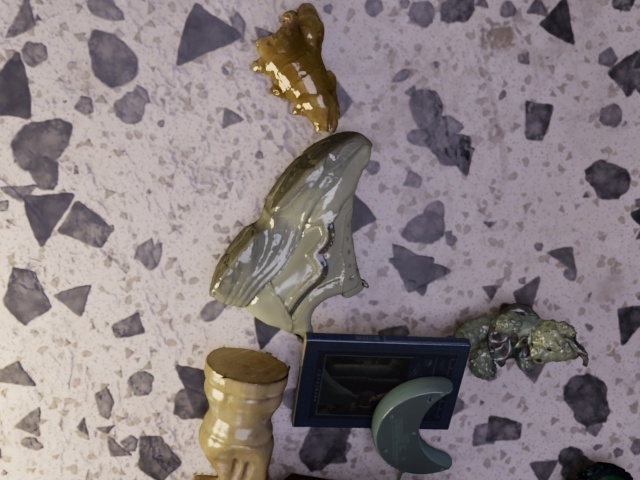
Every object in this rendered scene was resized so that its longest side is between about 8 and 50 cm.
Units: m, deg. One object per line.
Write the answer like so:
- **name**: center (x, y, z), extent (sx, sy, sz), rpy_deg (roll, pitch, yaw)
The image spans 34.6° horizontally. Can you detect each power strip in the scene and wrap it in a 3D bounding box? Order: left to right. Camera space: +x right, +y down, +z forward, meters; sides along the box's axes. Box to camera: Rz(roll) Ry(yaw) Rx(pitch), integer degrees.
- **power strip**: center (0.152, 0.318, 1.690), extent (0.137, 0.044, 0.216), rpy_deg (-5, 123, -4)

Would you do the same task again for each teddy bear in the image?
- **teddy bear**: center (0.336, 0.158, 1.687), extent (0.213, 0.111, 0.133), rpy_deg (-5, 137, 23)

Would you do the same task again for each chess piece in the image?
- **chess piece**: center (-0.134, 0.328, 1.651), extent (0.137, 0.137, 0.301), rpy_deg (5, 109, -10)

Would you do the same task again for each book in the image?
- **book**: center (0.096, 0.231, 1.667), extent (0.269, 0.025, 0.191), rpy_deg (3, 125, -9)

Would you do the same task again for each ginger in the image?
- **ginger**: center (-0.034, -0.259, 1.583), extent (0.115, 0.081, 0.205), rpy_deg (-17, 93, -38)

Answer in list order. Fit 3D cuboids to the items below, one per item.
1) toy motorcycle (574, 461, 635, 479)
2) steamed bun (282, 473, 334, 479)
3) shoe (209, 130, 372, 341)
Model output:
- **toy motorcycle**: center (0.406, 0.571, 1.732), extent (0.410, 0.169, 0.237), rpy_deg (-37, 94, -11)
- **steamed bun**: center (0.068, 0.526, 1.603), extent (0.379, 0.235, 0.248), rpy_deg (10, 88, 8)
- **shoe**: center (0.000, 0.000, 1.610), extent (0.210, 0.132, 0.342), rpy_deg (36, 96, -16)
